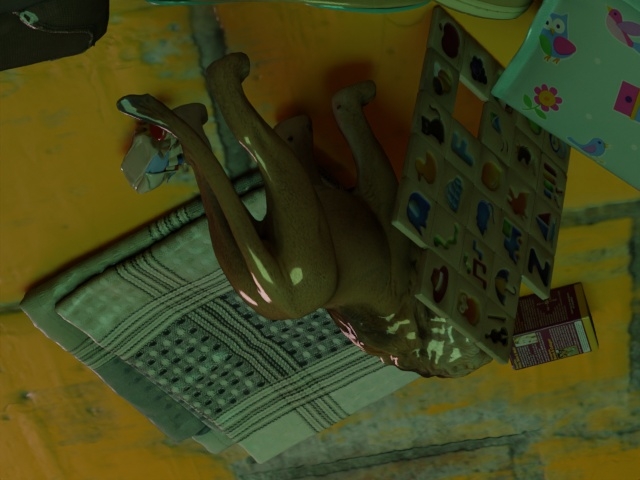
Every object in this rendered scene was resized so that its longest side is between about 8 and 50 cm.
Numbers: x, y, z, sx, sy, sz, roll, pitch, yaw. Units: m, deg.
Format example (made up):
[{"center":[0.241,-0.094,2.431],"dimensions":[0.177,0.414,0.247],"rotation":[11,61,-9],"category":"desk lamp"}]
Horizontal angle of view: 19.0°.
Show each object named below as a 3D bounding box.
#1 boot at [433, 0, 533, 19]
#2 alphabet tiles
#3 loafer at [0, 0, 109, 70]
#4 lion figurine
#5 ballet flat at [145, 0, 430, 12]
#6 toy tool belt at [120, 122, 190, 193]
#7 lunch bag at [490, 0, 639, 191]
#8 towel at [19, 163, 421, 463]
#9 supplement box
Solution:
[{"center":[0.107,-0.277,1.310],"dimensions":[0.262,0.095,0.203],"rotation":[32,126,-27],"category":"boot"},{"center":[0.128,-0.033,1.493],"dimensions":[0.009,0.237,0.198],"rotation":[-12,143,38],"category":"alphabet tiles"},{"center":[-0.315,-0.138,1.385],"dimensions":[0.365,0.134,0.130],"rotation":[-13,139,8],"category":"loafer"},{"center":[0.000,0.000,1.439],"dimensions":[0.142,0.240,0.392],"rotation":[-24,168,32],"category":"lion figurine"},{"center":[-0.023,-0.207,1.390],"dimensions":[0.232,0.080,0.073],"rotation":[-1,124,-8],"category":"ballet flat"},{"center":[-0.126,-0.076,1.555],"dimensions":[0.051,0.052,0.083],"rotation":[-17,154,-39],"category":"toy tool belt"},{"center":[0.278,-0.162,1.360],"dimensions":[0.223,0.160,0.262],"rotation":[35,135,7],"category":"lunch bag"},{"center":[-0.058,0.079,1.730],"dimensions":[0.324,0.056,0.312],"rotation":[-26,136,23],"category":"towel"},{"center":[0.211,0.080,1.774],"dimensions":[0.083,0.043,0.055],"rotation":[-14,139,8],"category":"supplement box"}]
